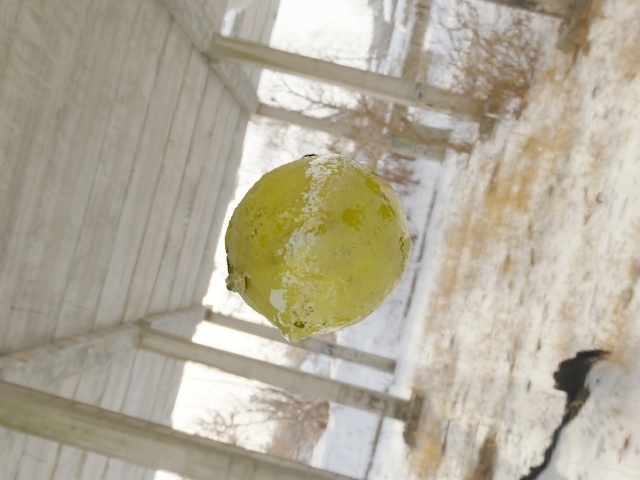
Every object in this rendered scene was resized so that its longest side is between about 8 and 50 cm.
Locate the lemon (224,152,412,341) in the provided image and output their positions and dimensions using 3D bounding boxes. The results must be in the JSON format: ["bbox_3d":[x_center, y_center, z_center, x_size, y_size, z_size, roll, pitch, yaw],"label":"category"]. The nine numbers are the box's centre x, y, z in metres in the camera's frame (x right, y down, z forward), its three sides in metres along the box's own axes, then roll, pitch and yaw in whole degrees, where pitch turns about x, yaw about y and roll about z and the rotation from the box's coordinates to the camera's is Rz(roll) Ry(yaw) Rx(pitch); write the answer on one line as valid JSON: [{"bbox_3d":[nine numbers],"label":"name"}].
[{"bbox_3d":[0.000,0.000,0.711,0.206,0.173,0.173,-48,-15,-22],"label":"lemon"}]
